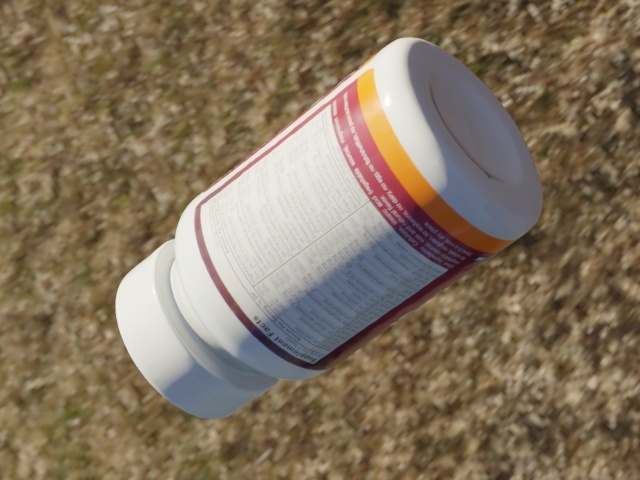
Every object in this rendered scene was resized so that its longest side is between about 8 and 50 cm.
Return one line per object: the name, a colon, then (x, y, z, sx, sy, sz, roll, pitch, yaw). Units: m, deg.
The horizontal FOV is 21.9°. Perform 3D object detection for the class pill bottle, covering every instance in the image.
pill bottle: (0.000, 0.000, 0.890, 0.221, 0.121, 0.121, -37, 90, 27)
